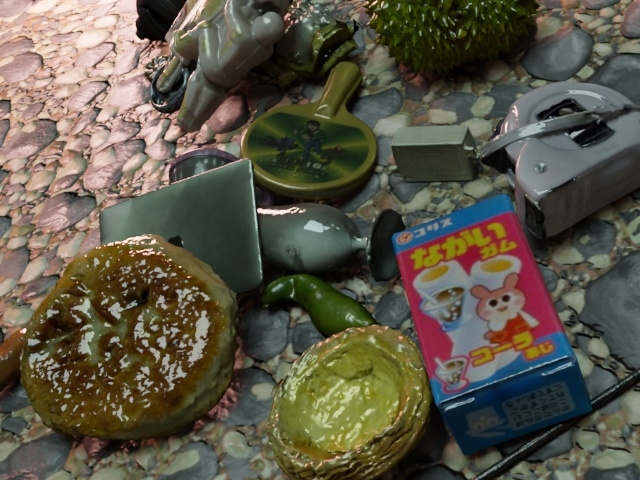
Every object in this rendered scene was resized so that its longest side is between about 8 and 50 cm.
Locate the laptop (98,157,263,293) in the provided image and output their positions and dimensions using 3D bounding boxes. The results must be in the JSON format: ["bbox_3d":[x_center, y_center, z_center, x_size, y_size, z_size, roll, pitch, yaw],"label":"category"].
[{"bbox_3d":[-0.197,0.008,1.617,0.269,0.015,0.187,-17,67,26],"label":"laptop"}]

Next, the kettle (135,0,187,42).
[{"bbox_3d":[-0.224,-0.471,2.129,0.290,0.207,0.268,-52,17,-18],"label":"kettle"}]

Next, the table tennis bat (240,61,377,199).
[{"bbox_3d":[-0.001,-0.168,1.752,0.198,0.050,0.321,15,45,10],"label":"table tennis bat"}]

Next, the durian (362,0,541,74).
[{"bbox_3d":[0.183,-0.377,1.793,0.291,0.224,0.291,11,48,-13],"label":"durian"}]

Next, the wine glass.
[{"bbox_3d":[0.000,0.000,1.552,0.222,0.103,0.103,4,48,35],"label":"wine glass"}]

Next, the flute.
[{"bbox_3d":[0.273,0.196,1.275,0.269,0.014,0.014,-32,41,-8],"label":"flute"}]

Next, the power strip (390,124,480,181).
[{"bbox_3d":[0.180,-0.120,1.616,0.175,0.075,0.042,1,47,25],"label":"power strip"}]

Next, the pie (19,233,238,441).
[{"bbox_3d":[-0.254,0.127,1.509,0.315,0.092,0.315,-9,58,15],"label":"pie"}]

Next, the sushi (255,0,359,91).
[{"bbox_3d":[-0.070,-0.345,1.943,0.291,0.131,0.139,30,64,33],"label":"sushi"}]

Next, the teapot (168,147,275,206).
[{"bbox_3d":[-0.152,-0.048,1.698,0.116,0.148,0.146,-39,40,43],"label":"teapot"}]

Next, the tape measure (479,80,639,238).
[{"bbox_3d":[0.324,-0.122,1.512,0.236,0.120,0.197,-27,47,-15],"label":"tape measure"}]

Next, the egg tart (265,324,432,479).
[{"bbox_3d":[0.038,0.197,1.326,0.213,0.090,0.212,-16,43,15],"label":"egg tart"}]

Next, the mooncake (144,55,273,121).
[{"bbox_3d":[-0.187,-0.242,1.955,0.347,0.057,0.150,6,72,41],"label":"mooncake"}]

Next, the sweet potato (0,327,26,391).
[{"bbox_3d":[-0.451,0.188,1.613,0.056,0.056,0.195,21,61,40],"label":"sweet potato"}]

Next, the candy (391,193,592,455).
[{"bbox_3d":[0.192,0.088,1.358,0.157,0.100,0.306,-22,39,8],"label":"candy"}]

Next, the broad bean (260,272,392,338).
[{"bbox_3d":[0.007,0.088,1.495,0.213,0.048,0.070,17,62,43],"label":"broad bean"}]

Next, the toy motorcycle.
[{"bbox_3d":[-0.147,-0.332,1.860,0.223,0.108,0.340,36,96,44],"label":"toy motorcycle"}]
